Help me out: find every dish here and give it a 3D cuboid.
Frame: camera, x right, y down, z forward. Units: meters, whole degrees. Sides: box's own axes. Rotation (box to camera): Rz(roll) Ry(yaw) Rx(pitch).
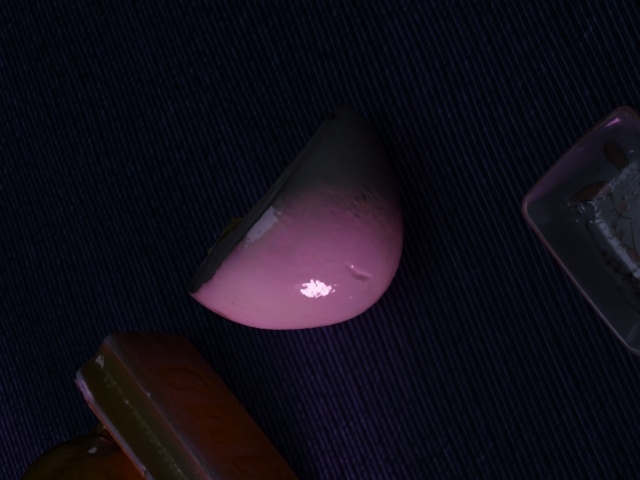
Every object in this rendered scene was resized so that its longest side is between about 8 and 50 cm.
[{"bbox_3d":[0.313,0.004,1.637,0.154,0.064,0.234,-45,67,26],"label":"dish"}]

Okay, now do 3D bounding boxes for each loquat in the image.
[{"bbox_3d":[-0.251,0.306,1.936,0.213,0.213,0.246,20,111,32],"label":"loquat"}]

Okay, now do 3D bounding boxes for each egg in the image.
[{"bbox_3d":[-0.008,0.013,1.785,0.162,0.206,0.271,37,125,-7],"label":"egg"}]

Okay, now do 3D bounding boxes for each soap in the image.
[{"bbox_3d":[-0.129,0.223,1.873,0.089,0.173,0.274,-47,67,16],"label":"soap"}]
